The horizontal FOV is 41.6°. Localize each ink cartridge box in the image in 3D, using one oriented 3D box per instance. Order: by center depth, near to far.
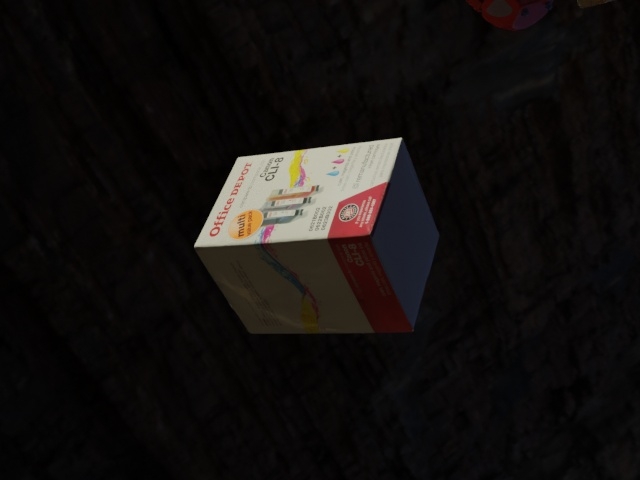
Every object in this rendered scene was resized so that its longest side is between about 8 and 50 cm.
[{"bbox_3d":[0.000,0.000,0.779,0.176,0.128,0.127,-5,-46,27],"label":"ink cartridge box"}]

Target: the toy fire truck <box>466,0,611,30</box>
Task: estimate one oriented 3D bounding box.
[{"bbox_3d":[0.189,-0.219,0.617,0.135,0.047,0.192,53,-33,25],"label":"toy fire truck"}]
